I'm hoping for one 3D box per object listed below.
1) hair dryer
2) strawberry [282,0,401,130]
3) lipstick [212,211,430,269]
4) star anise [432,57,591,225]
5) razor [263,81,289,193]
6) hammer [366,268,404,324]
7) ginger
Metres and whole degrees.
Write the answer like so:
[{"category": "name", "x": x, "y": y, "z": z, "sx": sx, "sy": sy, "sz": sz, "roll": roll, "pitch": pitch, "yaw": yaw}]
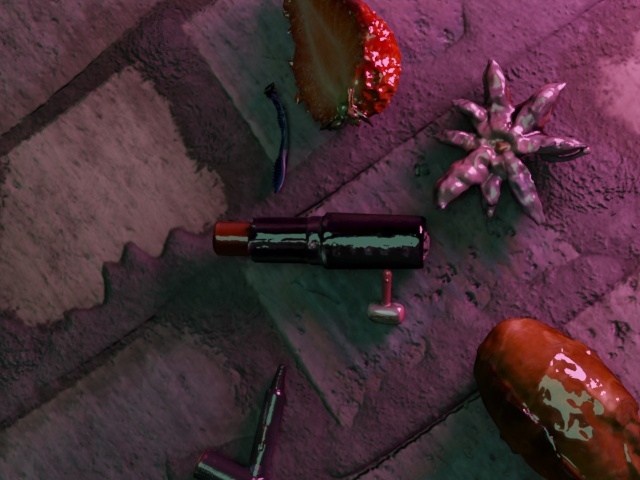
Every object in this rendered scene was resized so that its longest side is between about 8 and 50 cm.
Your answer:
[{"category": "hair dryer", "x": -0.058, "y": 0.277, "z": 1.778, "sx": 0.173, "sy": 0.050, "sz": 0.195, "roll": 26, "pitch": 87, "yaw": 9}, {"category": "strawberry", "x": 0.044, "y": -0.263, "z": 1.779, "sx": 0.175, "sy": 0.106, "sz": 0.236, "roll": -10, "pitch": 81, "yaw": 47}, {"category": "lipstick", "x": 0.000, "y": 0.000, "z": 1.769, "sx": 0.299, "sy": 0.081, "sz": 0.081, "roll": 1, "pitch": 85, "yaw": 11}, {"category": "star anise", "x": 0.244, "y": -0.120, "z": 1.726, "sx": 0.236, "sy": 0.093, "sz": 0.229, "roll": -33, "pitch": 80, "yaw": 5}, {"category": "razor", "x": -0.058, "y": -0.144, "z": 1.819, "sx": 0.028, "sy": 0.044, "sz": 0.155, "roll": -3, "pitch": 86, "yaw": -16}, {"category": "hammer", "x": 0.090, "y": 0.075, "z": 1.756, "sx": 0.052, "sy": 0.031, "sz": 0.083, "roll": 6, "pitch": 118, "yaw": 9}, {"category": "ginger", "x": 0.319, "y": 0.237, "z": 1.647, "sx": 0.165, "sy": 0.172, "sz": 0.321, "roll": -24, "pitch": 78, "yaw": -30}]
